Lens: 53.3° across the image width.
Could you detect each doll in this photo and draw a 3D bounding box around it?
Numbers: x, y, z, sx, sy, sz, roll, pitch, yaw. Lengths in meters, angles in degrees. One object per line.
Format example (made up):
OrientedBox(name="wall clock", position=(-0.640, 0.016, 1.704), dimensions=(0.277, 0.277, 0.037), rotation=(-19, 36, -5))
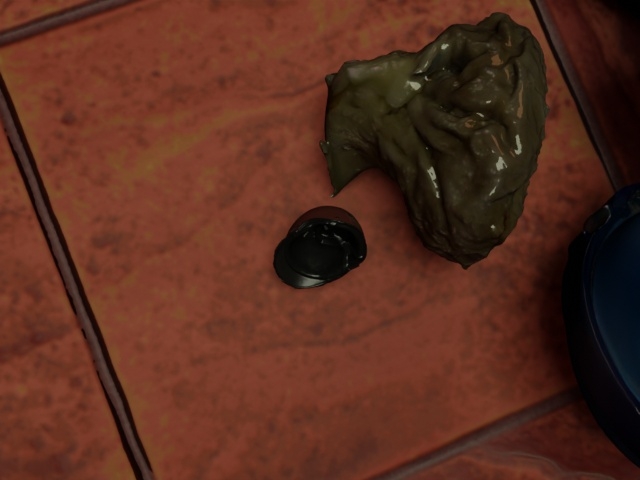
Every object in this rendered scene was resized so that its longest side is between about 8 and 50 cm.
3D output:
OrientedBox(name="doll", position=(0.341, 0.067, 0.486), dimensions=(0.310, 0.240, 0.284), rotation=(-10, 59, -17))

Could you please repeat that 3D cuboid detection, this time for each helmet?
OrientedBox(name="helmet", position=(-0.001, 0.000, 0.551), dimensions=(0.084, 0.049, 0.065), rotation=(-26, 124, 18))

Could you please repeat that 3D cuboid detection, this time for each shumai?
OrientedBox(name="shumai", position=(0.083, -0.086, 0.518), dimensions=(0.175, 0.166, 0.206), rotation=(9, 59, 5))

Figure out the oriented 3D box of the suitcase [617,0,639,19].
OrientedBox(name="suitcase", position=(0.293, -0.398, 0.544), dimensions=(0.345, 0.188, 0.339), rotation=(40, 96, -2))
